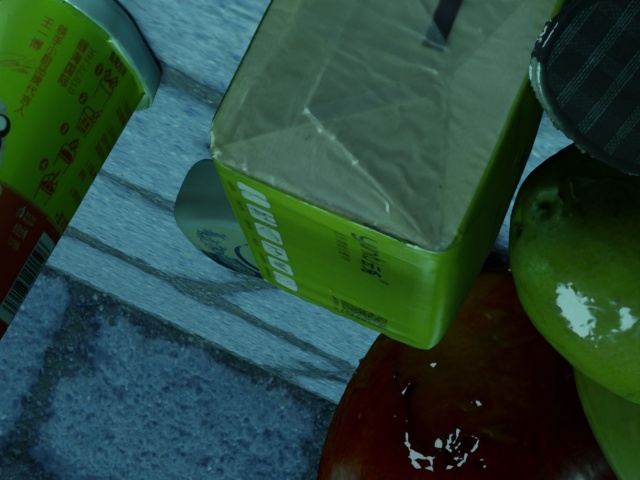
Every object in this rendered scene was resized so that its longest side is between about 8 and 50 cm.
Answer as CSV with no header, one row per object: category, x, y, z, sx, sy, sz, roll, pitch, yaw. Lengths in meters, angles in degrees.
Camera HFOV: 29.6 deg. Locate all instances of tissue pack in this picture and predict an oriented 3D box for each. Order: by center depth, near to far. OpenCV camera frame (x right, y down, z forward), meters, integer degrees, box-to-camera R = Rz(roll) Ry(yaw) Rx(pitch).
tissue pack,0.050,-0.066,0.794,0.167,0.200,0.275,22,166,8

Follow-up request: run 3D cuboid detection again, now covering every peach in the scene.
peach,0.162,0.236,1.315,0.339,0.417,0.353,18,168,42

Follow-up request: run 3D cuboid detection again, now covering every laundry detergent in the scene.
laundry detergent,0.000,0.000,1.313,0.280,0.105,0.215,12,162,31

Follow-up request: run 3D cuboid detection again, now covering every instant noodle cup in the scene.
instant noodle cup,-0.330,-0.083,1.092,0.293,0.308,0.294,21,165,6

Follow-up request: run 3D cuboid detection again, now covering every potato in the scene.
potato,0.243,0.023,0.852,0.253,0.186,0.148,17,-168,-31

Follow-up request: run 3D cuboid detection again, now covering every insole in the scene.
insole,0.235,-0.064,0.727,0.309,0.110,0.012,28,-168,-37

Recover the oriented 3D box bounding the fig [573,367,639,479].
fig,0.325,0.123,1.031,0.207,0.230,0.207,-13,148,-8
